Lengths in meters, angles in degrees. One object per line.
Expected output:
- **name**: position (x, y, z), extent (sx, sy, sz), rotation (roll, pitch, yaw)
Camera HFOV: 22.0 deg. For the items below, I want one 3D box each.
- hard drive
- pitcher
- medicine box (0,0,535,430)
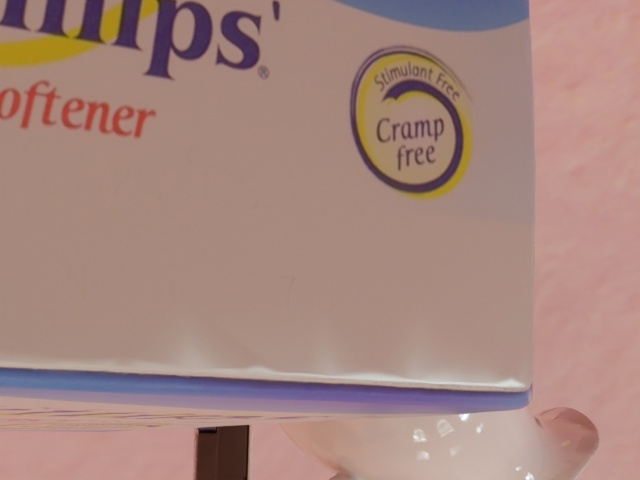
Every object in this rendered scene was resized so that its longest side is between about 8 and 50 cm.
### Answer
- **hard drive**: position (-0.112, 0.209, 1.858), extent (0.064, 0.339, 0.237), rotation (2, 75, -4)
- **pitcher**: position (0.049, 0.116, 0.931), extent (0.207, 0.125, 0.178), rotation (42, 59, -29)
- **medicine box**: position (-0.118, -0.013, 0.562), extent (0.263, 0.289, 0.149), rotation (6, 80, -36)
